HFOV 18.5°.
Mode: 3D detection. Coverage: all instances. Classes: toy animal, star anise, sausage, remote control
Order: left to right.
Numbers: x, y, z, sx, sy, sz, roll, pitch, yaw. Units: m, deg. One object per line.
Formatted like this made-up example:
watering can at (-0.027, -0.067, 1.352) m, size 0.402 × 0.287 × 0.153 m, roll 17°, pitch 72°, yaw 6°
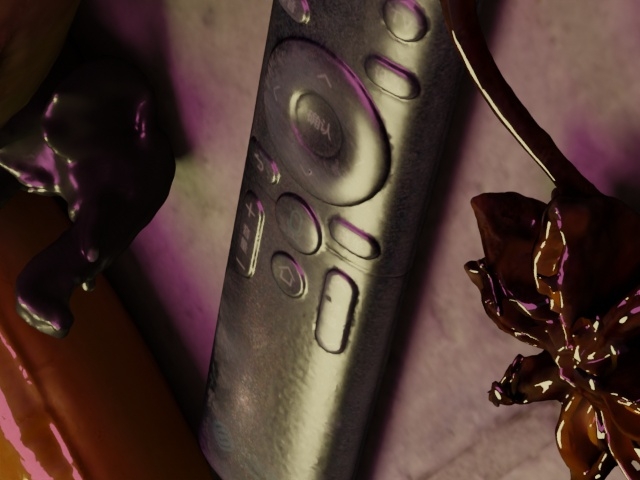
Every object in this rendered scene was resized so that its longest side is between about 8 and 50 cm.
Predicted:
toy animal at (-0.170, -0.067, 1.014) m, size 0.245 × 0.146 × 0.114 m, roll 60°, pitch 154°, yaw 3°
sausage at (-0.179, 0.032, 1.116) m, size 0.354 × 0.116 × 0.134 m, roll 61°, pitch -175°, yaw 0°
remote control at (0.000, 0.000, 0.939) m, size 0.107 × 0.044 × 0.377 m, roll 37°, pitch 139°, yaw 24°
star anise at (0.113, 0.021, 0.777) m, size 0.177 × 0.073 × 0.234 m, roll 42°, pitch 158°, yaw 37°

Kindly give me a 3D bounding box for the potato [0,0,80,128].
potato at (-0.194, -0.157, 0.851) m, size 0.237 × 0.301 × 0.289 m, roll 64°, pitch 152°, yaw 1°
